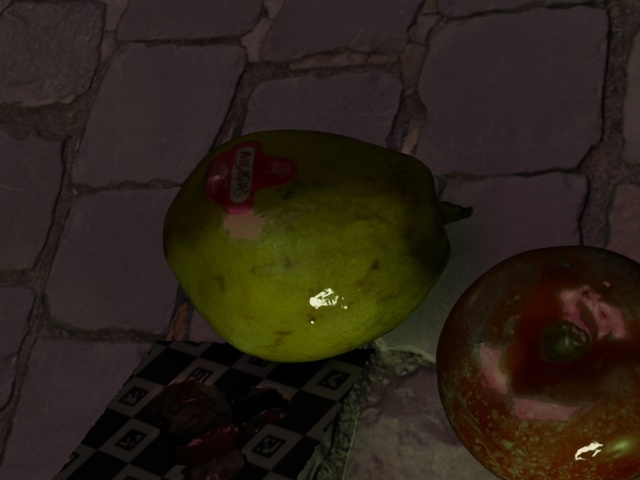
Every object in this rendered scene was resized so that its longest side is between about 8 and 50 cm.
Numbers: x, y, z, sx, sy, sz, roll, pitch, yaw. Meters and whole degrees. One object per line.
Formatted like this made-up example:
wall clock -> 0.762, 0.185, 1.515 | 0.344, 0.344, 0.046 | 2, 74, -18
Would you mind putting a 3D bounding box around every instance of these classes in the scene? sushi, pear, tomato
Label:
sushi -> -0.130, 0.255, 1.683 | 0.339, 0.069, 0.320 | 0, 36, 29
pear -> 0.000, 0.000, 1.646 | 0.375, 0.287, 0.287 | -11, 60, 6
tomato -> 0.260, 0.144, 1.446 | 0.270, 0.222, 0.270 | -3, 61, 6
